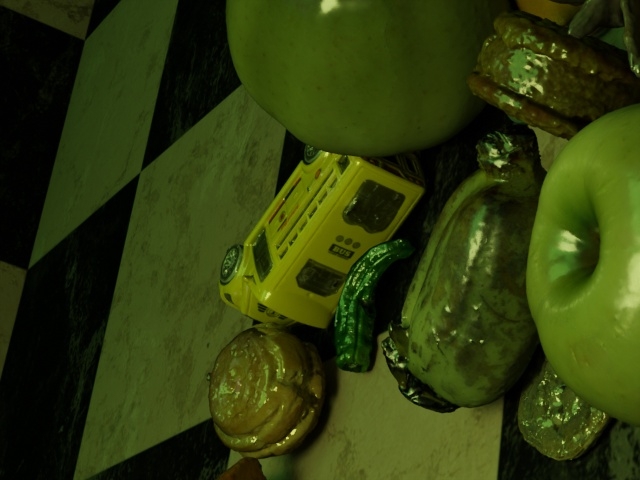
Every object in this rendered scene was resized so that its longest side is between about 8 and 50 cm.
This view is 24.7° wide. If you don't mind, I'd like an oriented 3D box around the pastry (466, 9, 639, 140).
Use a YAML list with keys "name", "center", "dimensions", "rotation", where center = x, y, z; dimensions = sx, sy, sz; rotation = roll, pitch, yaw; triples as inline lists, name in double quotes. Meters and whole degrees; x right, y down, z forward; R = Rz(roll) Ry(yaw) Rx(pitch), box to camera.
- name: "pastry"
  center: [0.247, -0.166, 1.500]
  dimensions: [0.103, 0.189, 0.189]
  rotation: [-68, 24, 13]

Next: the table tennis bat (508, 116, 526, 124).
- name: "table tennis bat"
  center: [0.249, -0.205, 1.726]
  dimensions: [0.100, 0.019, 0.155]
  rotation: [-43, 37, 46]

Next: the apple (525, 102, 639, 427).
- name: "apple"
  center: [0.295, 0.024, 1.151]
  dimensions: [0.279, 0.279, 0.279]
  rotation: [-46, 33, 41]

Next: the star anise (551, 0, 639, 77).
- name: "star anise"
  center: [0.342, -0.284, 1.445]
  dimensions: [0.349, 0.292, 0.109]
  rotation: [41, 154, 46]

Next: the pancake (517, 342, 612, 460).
- name: "pancake"
  center: [0.246, 0.143, 1.439]
  dimensions: [0.158, 0.028, 0.158]
  rotation: [-48, 32, 44]

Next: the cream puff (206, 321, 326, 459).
- name: "cream puff"
  center: [-0.065, 0.201, 1.916]
  dimensions: [0.189, 0.129, 0.189]
  rotation: [-33, 45, 40]

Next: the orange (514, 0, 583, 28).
- name: "orange"
  center: [0.274, -0.306, 1.656]
  dimensions: [0.170, 0.112, 0.160]
  rotation: [29, 97, 54]

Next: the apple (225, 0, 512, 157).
- name: "apple"
  center: [0.059, -0.282, 1.745]
  dimensions: [0.357, 0.357, 0.357]
  rotation: [-46, 33, 41]

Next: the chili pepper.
- name: "chili pepper"
  center: [0.059, 0.078, 1.848]
  dimensions: [0.073, 0.050, 0.182]
  rotation: [15, 84, 58]

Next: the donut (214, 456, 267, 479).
- name: "donut"
  center: [-0.166, 0.401, 1.851]
  dimensions: [0.303, 0.110, 0.303]
  rotation: [-39, -7, -6]

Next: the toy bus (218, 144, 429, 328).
- name: "toy bus"
  center: [0.000, 0.000, 1.926]
  dimensions: [0.330, 0.144, 0.152]
  rotation: [-55, 28, 26]

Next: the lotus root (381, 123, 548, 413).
- name: "lotus root"
  center: [0.174, 0.032, 1.496]
  dimensions: [0.173, 0.173, 0.309]
  rotation: [-118, 42, -60]
